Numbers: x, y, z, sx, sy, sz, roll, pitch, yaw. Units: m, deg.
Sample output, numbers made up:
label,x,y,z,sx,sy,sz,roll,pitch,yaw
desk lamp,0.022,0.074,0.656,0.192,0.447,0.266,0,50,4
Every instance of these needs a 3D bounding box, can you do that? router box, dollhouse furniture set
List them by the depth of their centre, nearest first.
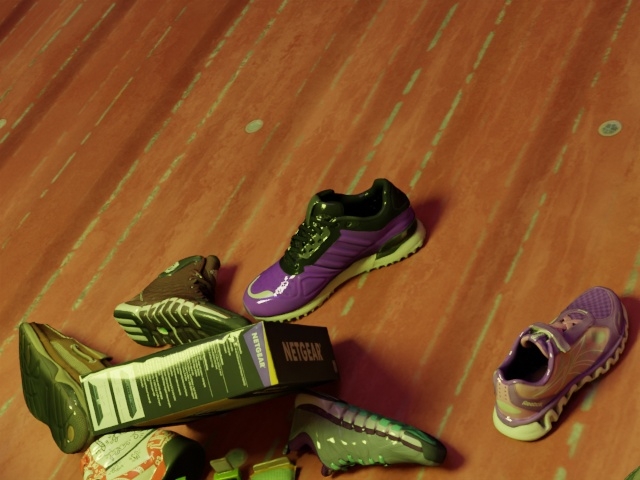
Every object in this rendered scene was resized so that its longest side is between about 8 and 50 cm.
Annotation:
label,x,y,z,sx,sy,sz,roll,pitch,yaw
router box,-0.130,0.177,1.577,0.243,0.309,0.081,-18,80,13
dollhouse furniture set,-0.109,0.317,1.586,0.151,0.058,0.076,-17,41,14

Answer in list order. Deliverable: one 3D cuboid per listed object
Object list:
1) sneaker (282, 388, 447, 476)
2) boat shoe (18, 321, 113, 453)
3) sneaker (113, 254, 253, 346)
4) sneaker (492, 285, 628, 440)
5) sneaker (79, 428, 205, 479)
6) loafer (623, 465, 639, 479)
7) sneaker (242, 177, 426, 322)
label,x,y,z,sx,sy,sz,roll,pitch,yaw
sneaker,0.055,0.266,1.556,0.223,0.083,0.098,16,86,35
boat shoe,-0.363,0.214,1.820,0.120,0.123,0.324,-7,25,-28
sneaker,-0.176,0.083,1.840,0.281,0.106,0.162,6,45,41
sneaker,0.293,0.134,1.517,0.236,0.104,0.095,-45,40,-21
sneaker,-0.282,0.356,1.624,0.145,0.090,0.270,12,50,40
loafer,0.379,0.338,1.272,0.084,0.096,0.267,-40,29,17
sneaker,0.000,-0.001,1.801,0.293,0.146,0.102,-30,39,-3
